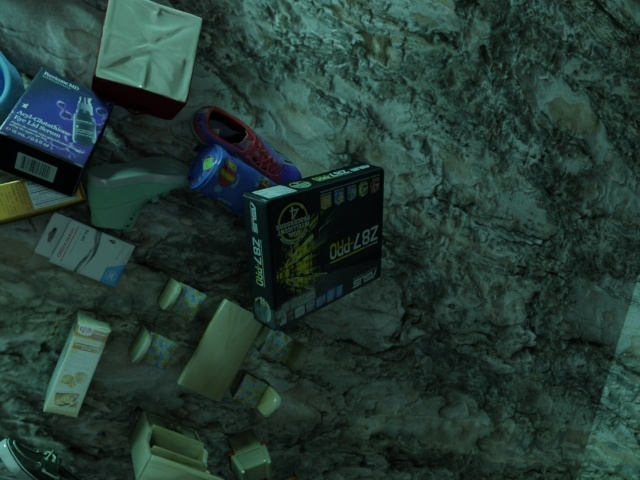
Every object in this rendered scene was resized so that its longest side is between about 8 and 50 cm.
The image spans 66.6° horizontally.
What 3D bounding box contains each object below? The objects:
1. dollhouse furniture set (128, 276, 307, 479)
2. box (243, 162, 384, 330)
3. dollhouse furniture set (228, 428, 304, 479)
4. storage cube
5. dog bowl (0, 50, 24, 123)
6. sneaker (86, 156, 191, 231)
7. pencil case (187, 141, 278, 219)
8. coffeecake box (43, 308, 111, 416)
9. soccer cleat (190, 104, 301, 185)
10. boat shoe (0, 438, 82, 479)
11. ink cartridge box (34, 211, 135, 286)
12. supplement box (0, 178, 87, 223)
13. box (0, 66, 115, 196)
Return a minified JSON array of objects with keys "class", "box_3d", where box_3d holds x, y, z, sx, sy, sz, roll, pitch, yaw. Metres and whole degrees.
[{"class":"dollhouse furniture set","box_3d":[-0.257,0.340,1.110,0.362,0.256,0.394,33,80,-24]},{"class":"box","box_3d":[0.000,0.000,1.200,0.395,0.097,0.318,-21,120,-41]},{"class":"dollhouse furniture set","box_3d":[-0.175,0.646,1.265,0.262,0.135,0.259,-10,109,-25]},{"class":"storage cube","box_3d":[-0.373,-0.384,1.039,0.183,0.193,0.215,12,88,-26]},{"class":"dog bowl","box_3d":[-0.711,-0.369,0.943,0.166,0.074,0.297,-31,107,-21]},{"class":"sneaker","box_3d":[-0.406,-0.103,1.116,0.255,0.094,0.151,-14,135,-43]},{"class":"pencil case","box_3d":[-0.177,-0.109,1.156,0.306,0.133,0.119,32,61,-42]},{"class":"coffeecake box","box_3d":[-0.519,0.256,1.041,0.068,0.142,0.186,22,84,-26]},{"class":"soccer cleat","box_3d":[-0.168,-0.214,1.190,0.318,0.116,0.109,35,79,-23]},{"class":"boat shoe","box_3d":[-0.601,0.493,1.060,0.070,0.077,0.219,-40,117,-17]},{"class":"ink cartridge box","box_3d":[-0.518,0.020,1.070,0.180,0.060,0.104,27,82,-25]},{"class":"supplement box","box_3d":[-0.617,-0.084,1.007,0.233,0.078,0.080,-17,97,-24]},{"class":"box","box_3d":[-0.526,-0.217,0.972,0.153,0.108,0.207,23,48,-25]}]
